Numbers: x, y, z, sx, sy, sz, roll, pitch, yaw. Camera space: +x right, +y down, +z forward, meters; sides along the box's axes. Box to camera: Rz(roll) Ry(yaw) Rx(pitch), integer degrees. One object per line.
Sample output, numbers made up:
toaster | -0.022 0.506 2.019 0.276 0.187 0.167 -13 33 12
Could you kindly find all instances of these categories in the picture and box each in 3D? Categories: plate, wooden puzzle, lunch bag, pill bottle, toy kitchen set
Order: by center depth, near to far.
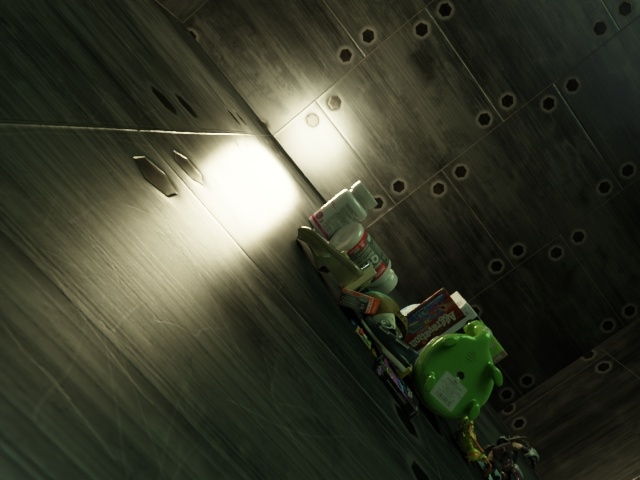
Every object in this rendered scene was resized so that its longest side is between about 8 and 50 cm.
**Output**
wooden puzzle | 0.128 0.283 1.320 0.116 0.014 0.078 51 8 -4
plate | 0.610 0.825 1.608 0.188 0.024 0.188 50 9 -11
toy kitchen set | 0.094 0.112 1.657 0.166 0.122 0.207 53 -12 13
pill bottle | 0.191 0.089 1.947 0.318 0.176 0.176 48 9 -24
pill bottle | 0.104 -0.126 2.022 0.160 0.283 0.160 51 8 -9
lunch bag | 0.447 0.373 2.226 0.096 0.151 0.129 51 7 -3

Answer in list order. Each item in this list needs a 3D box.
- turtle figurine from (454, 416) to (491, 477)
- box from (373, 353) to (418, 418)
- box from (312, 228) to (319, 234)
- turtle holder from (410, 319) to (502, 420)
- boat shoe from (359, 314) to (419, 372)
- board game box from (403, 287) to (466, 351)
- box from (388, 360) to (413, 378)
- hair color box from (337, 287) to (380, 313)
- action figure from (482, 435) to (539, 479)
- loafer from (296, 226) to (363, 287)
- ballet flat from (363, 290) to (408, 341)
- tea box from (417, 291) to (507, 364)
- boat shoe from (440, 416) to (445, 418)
turtle figurine | 0.480 0.631 1.477 0.217 0.087 0.270 -85 152 -54
box | 0.206 0.391 1.227 0.162 0.029 0.116 54 8 9
box | 0.000 0.000 1.832 0.083 0.018 0.067 44 11 -43
turtle holder | 0.416 0.395 1.453 0.243 0.321 0.227 14 -14 -5
boat shoe | 0.200 0.289 1.357 0.095 0.079 0.254 50 -3 -28
board game box | 0.430 0.332 1.841 0.145 0.281 0.027 53 8 9
box | 0.251 0.384 1.419 0.059 0.054 0.169 54 7 12
hair color box | 0.122 0.190 1.414 0.093 0.053 0.167 18 -3 19
action figure | 0.611 0.744 1.459 0.099 0.185 0.285 41 26 -9
loafer | 0.012 0.052 1.438 0.268 0.092 0.102 38 -1 28
ballet flat | 0.250 0.301 1.682 0.342 0.116 0.124 48 27 -52
tea box | 0.644 0.488 2.192 0.324 0.329 0.220 51 8 -4
boat shoe | 0.433 0.565 1.613 0.219 0.077 0.070 2 91 -73
